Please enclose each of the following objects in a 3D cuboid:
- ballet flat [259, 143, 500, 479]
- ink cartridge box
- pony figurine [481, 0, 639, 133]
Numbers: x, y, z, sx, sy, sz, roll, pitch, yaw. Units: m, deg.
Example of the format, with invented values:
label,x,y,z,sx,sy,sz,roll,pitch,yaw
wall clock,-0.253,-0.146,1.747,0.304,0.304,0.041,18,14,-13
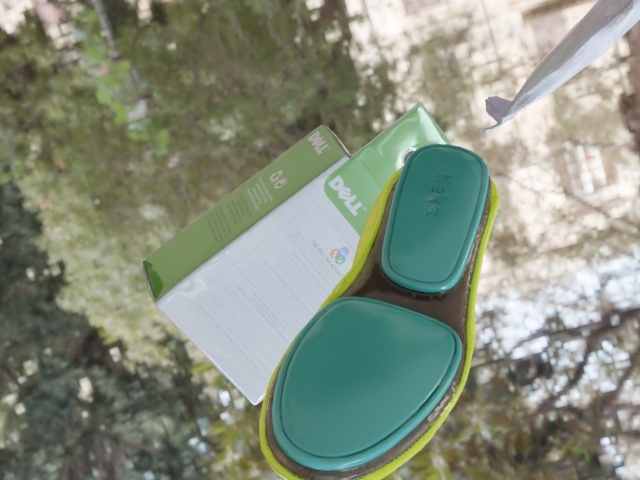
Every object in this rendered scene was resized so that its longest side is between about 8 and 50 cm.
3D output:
label,x,y,z,sx,sy,sz,roll,pitch,yaw
ballet flat,0.035,0.046,0.570,0.077,0.077,0.231,17,-137,11
ink cartridge box,0.000,0.000,0.799,0.209,0.109,0.062,-37,-150,4
pony figurine,0.255,-0.234,0.771,0.303,0.363,0.351,-21,173,-26
